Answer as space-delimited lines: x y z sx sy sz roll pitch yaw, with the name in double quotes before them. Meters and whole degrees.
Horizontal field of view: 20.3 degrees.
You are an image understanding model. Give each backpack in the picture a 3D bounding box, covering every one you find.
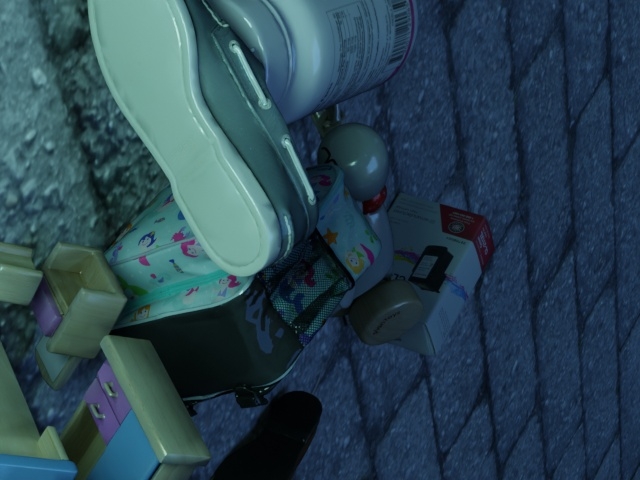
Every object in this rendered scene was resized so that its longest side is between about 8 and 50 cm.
"backpack" -0.074 0.023 1.687 0.253 0.225 0.191 -42 110 -46

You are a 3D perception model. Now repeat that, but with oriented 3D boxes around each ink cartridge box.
"ink cartridge box" 0.120 0.041 2.219 0.175 0.127 0.072 -59 151 -27

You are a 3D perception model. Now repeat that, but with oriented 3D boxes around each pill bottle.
"pill bottle" -0.037 -0.194 1.700 0.283 0.160 0.160 -28 131 -57

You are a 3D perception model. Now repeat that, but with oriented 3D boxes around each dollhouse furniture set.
"dollhouse furniture set" -0.295 0.147 1.430 0.303 0.286 0.198 12 123 -41

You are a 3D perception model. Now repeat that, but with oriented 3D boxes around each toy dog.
"toy dog" 0.000 0.000 1.915 0.161 0.220 0.333 -30 133 -12

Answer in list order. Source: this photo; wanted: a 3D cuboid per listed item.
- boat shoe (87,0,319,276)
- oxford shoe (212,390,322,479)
"boat shoe" -0.098 -0.126 1.530 0.099 0.116 0.319 -23 87 -46
"oxford shoe" -0.062 0.268 2.066 0.212 0.076 0.076 -46 156 -42
